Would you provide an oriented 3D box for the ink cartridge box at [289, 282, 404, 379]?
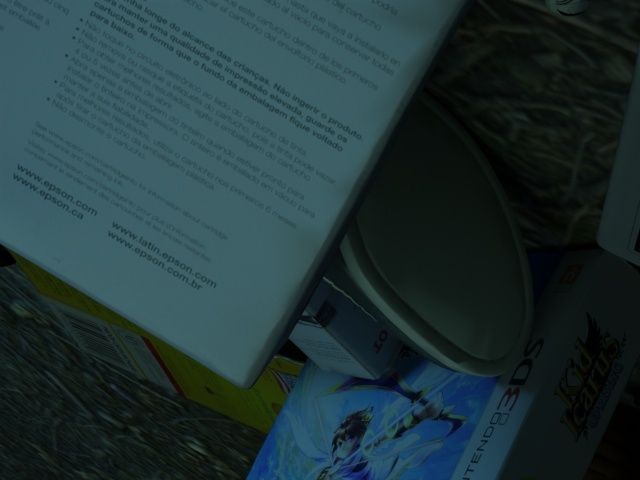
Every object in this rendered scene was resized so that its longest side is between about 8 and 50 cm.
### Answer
[{"bbox_3d":[0.000,0.000,1.081,0.063,0.109,0.150,3,144,50],"label":"ink cartridge box"}]

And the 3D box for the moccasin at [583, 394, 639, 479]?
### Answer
[{"bbox_3d":[0.205,0.172,1.168,0.380,0.139,0.147,24,168,44],"label":"moccasin"}]

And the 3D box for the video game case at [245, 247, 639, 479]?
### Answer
[{"bbox_3d":[0.061,0.124,1.082,0.061,0.244,0.269,39,157,-25],"label":"video game case"}]

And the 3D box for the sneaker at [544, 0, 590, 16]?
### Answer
[{"bbox_3d":[0.123,-0.120,0.762,0.037,0.032,0.083,28,159,11],"label":"sneaker"}]

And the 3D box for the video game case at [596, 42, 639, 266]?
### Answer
[{"bbox_3d":[0.292,-0.004,0.782,0.329,0.036,0.300,27,158,15],"label":"video game case"}]

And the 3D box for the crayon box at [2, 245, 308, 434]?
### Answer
[{"bbox_3d":[-0.080,0.069,1.379,0.318,0.081,0.202,22,157,26],"label":"crayon box"}]

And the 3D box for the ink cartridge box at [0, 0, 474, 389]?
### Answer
[{"bbox_3d":[-0.099,-0.137,0.838,0.324,0.071,0.330,31,118,4],"label":"ink cartridge box"}]

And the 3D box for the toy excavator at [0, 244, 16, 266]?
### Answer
[{"bbox_3d":[-0.446,-0.112,1.250,0.433,0.222,0.445,-66,-45,-75],"label":"toy excavator"}]

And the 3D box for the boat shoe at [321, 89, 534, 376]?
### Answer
[{"bbox_3d":[-0.002,-0.046,0.976,0.319,0.116,0.099,47,149,-16],"label":"boat shoe"}]
